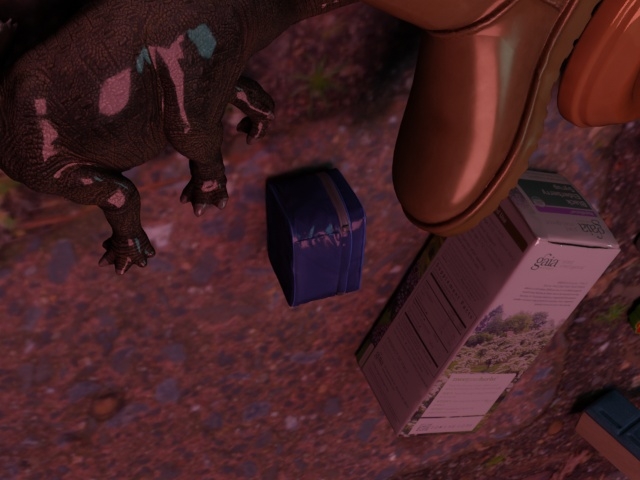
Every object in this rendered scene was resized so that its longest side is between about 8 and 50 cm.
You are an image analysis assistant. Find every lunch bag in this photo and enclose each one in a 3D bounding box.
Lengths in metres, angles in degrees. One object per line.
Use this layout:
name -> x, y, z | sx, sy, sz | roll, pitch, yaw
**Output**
lunch bag -> 0.000, 0.000, 0.730 | 0.065, 0.067, 0.098 | -13, 138, -14

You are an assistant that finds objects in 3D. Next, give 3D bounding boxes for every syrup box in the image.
syrup box -> 0.133, 0.056, 0.835 | 0.093, 0.096, 0.236 | 4, 130, -33

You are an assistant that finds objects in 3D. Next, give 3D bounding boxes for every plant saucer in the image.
plant saucer -> 0.241, -0.151, 0.666 | 0.200, 0.037, 0.200 | -37, 156, -20

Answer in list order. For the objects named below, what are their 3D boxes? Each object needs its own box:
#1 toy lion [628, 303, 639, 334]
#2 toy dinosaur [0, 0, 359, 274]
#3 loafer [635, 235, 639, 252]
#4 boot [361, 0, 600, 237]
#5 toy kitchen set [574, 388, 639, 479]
toy lion -> 0.370, 0.065, 1.020 | 0.100, 0.034, 0.096 | -3, 140, -25
toy dinosaur -> -0.100, -0.084, 0.555 | 0.314, 0.121, 0.160 | -20, 145, -4
loafer -> 0.360, 0.005, 0.943 | 0.125, 0.039, 0.045 | -7, 134, -21
boot -> 0.026, -0.138, 0.543 | 0.270, 0.089, 0.236 | 16, 102, -40
toy kitchen set -> 0.412, 0.153, 1.092 | 0.207, 0.122, 0.166 | -25, 143, -34
